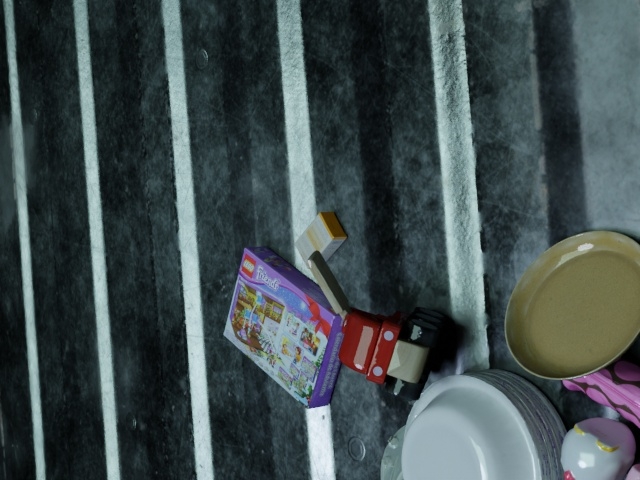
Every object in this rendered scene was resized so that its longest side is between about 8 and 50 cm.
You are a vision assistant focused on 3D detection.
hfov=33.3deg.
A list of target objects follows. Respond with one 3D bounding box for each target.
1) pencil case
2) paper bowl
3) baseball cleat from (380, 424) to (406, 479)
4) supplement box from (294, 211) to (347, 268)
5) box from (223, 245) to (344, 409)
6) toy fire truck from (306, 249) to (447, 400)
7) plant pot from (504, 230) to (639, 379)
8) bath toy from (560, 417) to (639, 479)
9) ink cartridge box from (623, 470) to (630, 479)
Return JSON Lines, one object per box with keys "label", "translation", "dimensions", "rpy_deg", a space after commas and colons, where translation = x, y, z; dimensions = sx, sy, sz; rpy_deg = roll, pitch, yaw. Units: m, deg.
{"label": "pencil case", "translation": [0.427, 0.212, 1.474], "dimensions": [0.209, 0.098, 0.095], "rpy_deg": [31, 115, 44]}
{"label": "paper bowl", "translation": [0.239, 0.348, 1.663], "dimensions": [0.284, 0.148, 0.284], "rpy_deg": [4, 95, 50]}
{"label": "baseball cleat", "translation": [0.143, 0.421, 1.835], "dimensions": [0.072, 0.109, 0.206], "rpy_deg": [7, 67, 37]}
{"label": "supplement box", "translation": [0.000, 0.000, 1.995], "dimensions": [0.098, 0.036, 0.062], "rpy_deg": [-50, 57, 38]}
{"label": "box", "translation": [-0.067, 0.163, 2.066], "dimensions": [0.293, 0.057, 0.201], "rpy_deg": [35, 119, 42]}
{"label": "toy fire truck", "translation": [0.072, 0.130, 1.727], "dimensions": [0.246, 0.217, 0.158], "rpy_deg": [18, 97, 9]}
{"label": "plant pot", "translation": [0.369, 0.095, 1.511], "dimensions": [0.236, 0.032, 0.236], "rpy_deg": [-29, 40, 28]}
{"label": "bath toy", "translation": [0.435, 0.368, 1.392], "dimensions": [0.348, 0.151, 0.129], "rpy_deg": [41, 132, 53]}
{"label": "ink cartridge box", "translation": [0.418, 0.497, 1.439], "dimensions": [0.330, 0.071, 0.324], "rpy_deg": [-53, 36, -11]}
